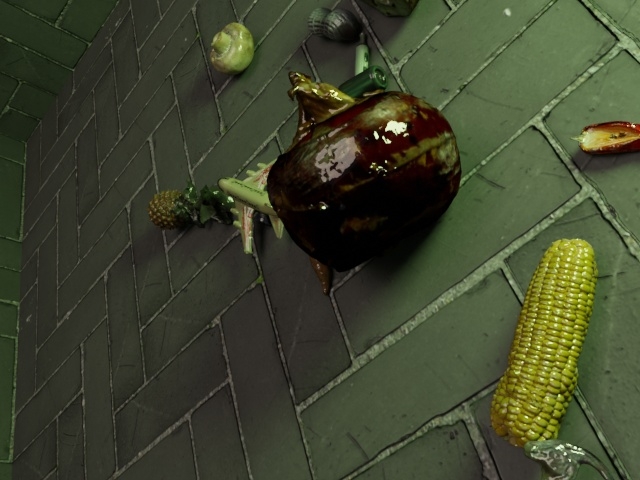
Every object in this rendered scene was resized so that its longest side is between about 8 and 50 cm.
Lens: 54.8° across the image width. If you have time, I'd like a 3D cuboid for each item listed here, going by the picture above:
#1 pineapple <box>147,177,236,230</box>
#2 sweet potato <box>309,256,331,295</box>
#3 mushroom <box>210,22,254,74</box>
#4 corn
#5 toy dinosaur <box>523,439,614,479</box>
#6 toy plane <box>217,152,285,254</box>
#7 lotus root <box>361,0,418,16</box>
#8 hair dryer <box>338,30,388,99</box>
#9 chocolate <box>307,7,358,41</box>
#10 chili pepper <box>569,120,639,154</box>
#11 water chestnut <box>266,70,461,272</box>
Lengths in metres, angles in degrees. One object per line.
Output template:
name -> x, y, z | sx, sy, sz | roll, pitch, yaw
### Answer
pineapple -> -0.343, -0.082, 1.613 | 0.277, 0.119, 0.130 | -6, 50, 44
sweet potato -> -0.003, -0.001, 1.248 | 0.068, 0.068, 0.226 | -9, 81, 45
mushroom -> -0.243, -0.524, 1.695 | 0.148, 0.112, 0.148 | -31, 44, 35
corn -> 0.306, 0.136, 0.828 | 0.101, 0.101, 0.292 | 10, 77, 49
toy dinosaur -> 0.316, 0.373, 0.698 | 0.162, 0.077, 0.294 | -42, 71, 9
toy plane -> -0.149, -0.096, 1.413 | 0.256, 0.104, 0.242 | 27, 97, 49
lotus root -> 0.136, -0.550, 1.277 | 0.119, 0.138, 0.235 | -56, 41, 6
hair dryer -> 0.092, -0.381, 1.320 | 0.100, 0.057, 0.198 | -23, 52, 38
chocolate -> 0.028, -0.497, 1.420 | 0.167, 0.072, 0.072 | 36, 100, 51
chili pepper -> 0.435, -0.144, 0.854 | 0.178, 0.027, 0.045 | 2, 80, 48
water chestnut -> 0.056, -0.139, 1.044 | 0.335, 0.335, 0.347 | -30, 89, 36
